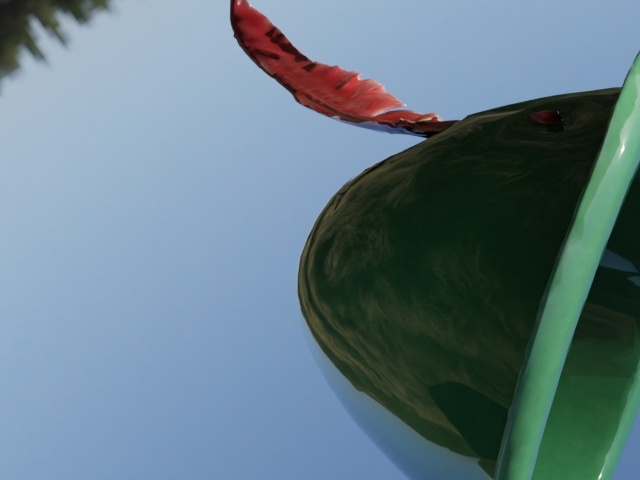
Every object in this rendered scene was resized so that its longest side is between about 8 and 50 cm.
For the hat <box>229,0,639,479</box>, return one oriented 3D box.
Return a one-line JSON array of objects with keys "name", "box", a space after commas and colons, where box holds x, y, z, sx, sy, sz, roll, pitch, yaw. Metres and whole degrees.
[{"name": "hat", "box": [0.000, 0.000, 0.565, 0.208, 0.183, 0.173, 33, 75, -73]}]
